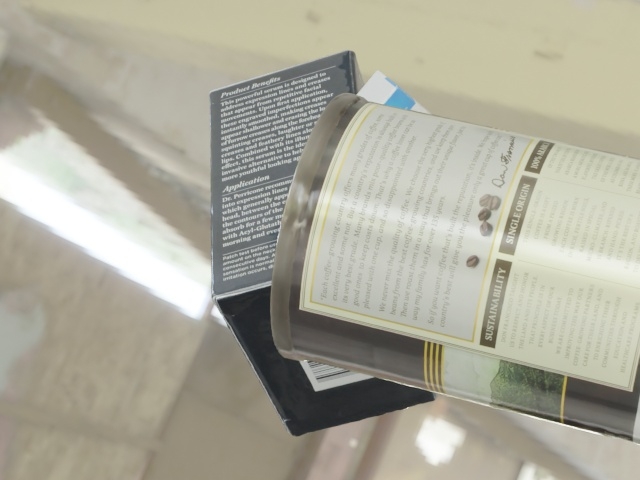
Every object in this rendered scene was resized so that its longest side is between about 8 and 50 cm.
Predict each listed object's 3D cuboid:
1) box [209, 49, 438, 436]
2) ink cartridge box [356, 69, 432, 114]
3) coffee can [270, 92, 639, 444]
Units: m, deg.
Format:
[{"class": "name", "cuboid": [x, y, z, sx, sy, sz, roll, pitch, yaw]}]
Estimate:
[{"class": "box", "cuboid": [0.000, 0.000, 2.180, 0.212, 0.395, 0.293, -15, -46, 11]}, {"class": "ink cartridge box", "cuboid": [0.101, -0.123, 1.814, 0.122, 0.052, 0.088, 37, 6, -20]}, {"class": "coffee can", "cuboid": [0.126, 0.019, 1.193, 0.275, 0.201, 0.201, 13, -13, 15]}]
